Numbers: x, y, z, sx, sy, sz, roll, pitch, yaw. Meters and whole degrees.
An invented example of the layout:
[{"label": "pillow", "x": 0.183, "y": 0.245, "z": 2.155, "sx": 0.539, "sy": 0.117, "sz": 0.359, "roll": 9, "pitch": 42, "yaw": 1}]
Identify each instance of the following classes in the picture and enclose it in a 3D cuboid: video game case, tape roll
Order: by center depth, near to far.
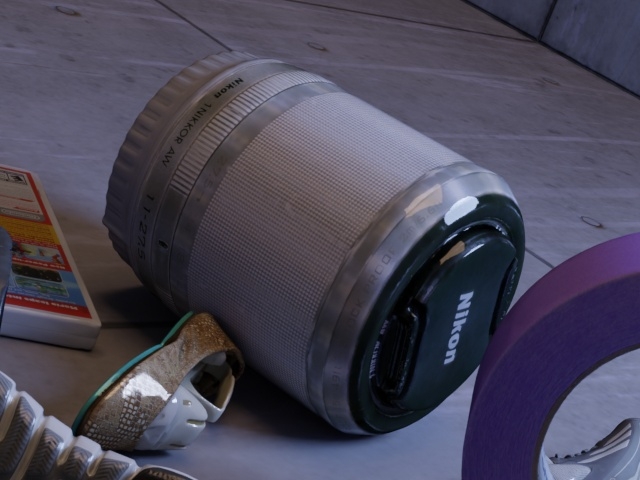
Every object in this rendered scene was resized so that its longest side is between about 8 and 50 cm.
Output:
[{"label": "tape roll", "x": 0.228, "y": 0.135, "z": 1.022, "sx": 0.274, "sy": 0.275, "sz": 0.090, "roll": 22, "pitch": 18, "yaw": 2}, {"label": "video game case", "x": -0.294, "y": -0.009, "z": 1.255, "sx": 0.204, "sy": 0.025, "sz": 0.285, "roll": 12, "pitch": 20, "yaw": -25}]

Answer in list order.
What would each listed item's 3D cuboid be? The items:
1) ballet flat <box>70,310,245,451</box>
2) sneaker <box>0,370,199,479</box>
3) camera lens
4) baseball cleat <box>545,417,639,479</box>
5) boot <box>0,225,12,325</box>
[{"label": "ballet flat", "x": -0.098, "y": 0.102, "z": 1.098, "sx": 0.067, "sy": 0.073, "sz": 0.206, "roll": 38, "pitch": 24, "yaw": 4}, {"label": "sneaker", "x": -0.150, "y": 0.140, "z": 0.889, "sx": 0.228, "sy": 0.086, "sz": 0.132, "roll": 27, "pitch": -16, "yaw": 9}, {"label": "camera lens", "x": 0.000, "y": 0.000, "z": 1.239, "sx": 0.274, "sy": 0.219, "sz": 0.219, "roll": 32, "pitch": 22, "yaw": 30}, {"label": "baseball cleat", "x": 0.195, "y": 0.171, "z": 1.211, "sx": 0.109, "sy": 0.072, "sz": 0.206, "roll": 17, "pitch": 14, "yaw": 9}, {"label": "boot", "x": -0.389, "y": 0.015, "z": 0.879, "sx": 0.445, "sy": 0.146, "sz": 0.367, "roll": 19, "pitch": 11, "yaw": -16}]
